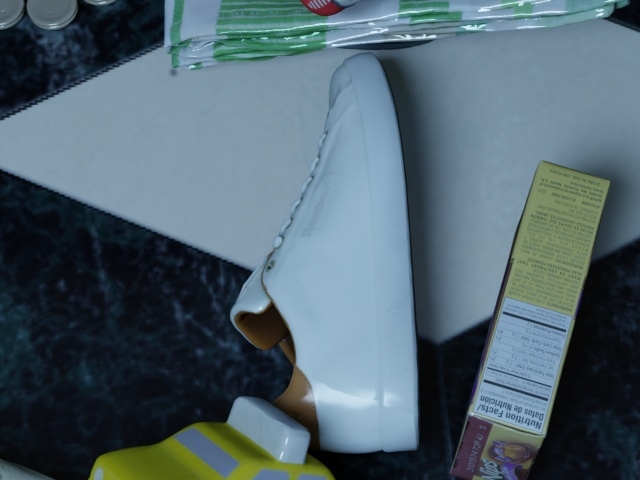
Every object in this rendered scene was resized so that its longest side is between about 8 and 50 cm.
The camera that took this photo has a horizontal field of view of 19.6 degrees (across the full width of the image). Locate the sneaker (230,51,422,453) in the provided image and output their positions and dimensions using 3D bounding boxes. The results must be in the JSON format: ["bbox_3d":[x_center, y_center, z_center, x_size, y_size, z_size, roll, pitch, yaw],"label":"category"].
[{"bbox_3d":[0.000,0.000,1.212,0.123,0.106,0.290,-4,58,5],"label":"sneaker"}]

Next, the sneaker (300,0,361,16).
[{"bbox_3d":[-0.060,-0.237,1.267,0.118,0.107,0.279,-41,57,13],"label":"sneaker"}]

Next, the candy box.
[{"bbox_3d":[0.134,0.057,1.190,0.053,0.109,0.187,17,64,5],"label":"candy box"}]

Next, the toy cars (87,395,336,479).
[{"bbox_3d":[0.058,0.173,1.084,0.393,0.176,0.087,18,100,5],"label":"toy cars"}]

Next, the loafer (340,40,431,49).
[{"bbox_3d":[0.108,-0.207,1.335,0.267,0.084,0.096,-11,64,-9],"label":"loafer"}]

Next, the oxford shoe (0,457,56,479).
[{"bbox_3d":[-0.249,0.173,1.083,0.397,0.146,0.140,12,63,2],"label":"oxford shoe"}]

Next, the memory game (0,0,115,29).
[{"bbox_3d":[-0.210,-0.233,1.357,0.186,0.012,0.186,-1,67,2],"label":"memory game"}]

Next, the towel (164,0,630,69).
[{"bbox_3d":[0.050,-0.244,1.301,0.324,0.038,0.248,-6,63,12],"label":"towel"}]
